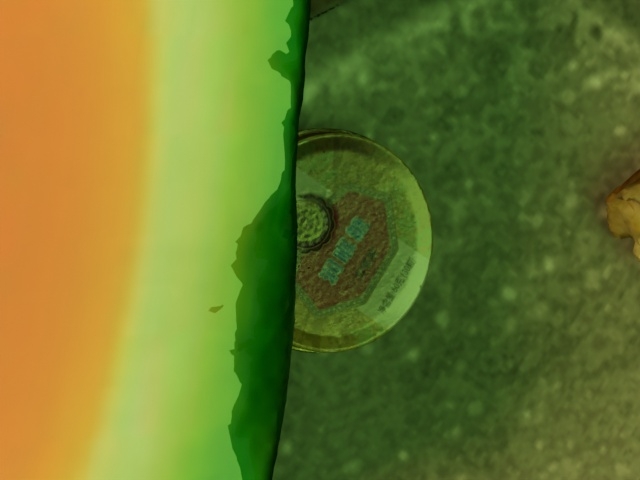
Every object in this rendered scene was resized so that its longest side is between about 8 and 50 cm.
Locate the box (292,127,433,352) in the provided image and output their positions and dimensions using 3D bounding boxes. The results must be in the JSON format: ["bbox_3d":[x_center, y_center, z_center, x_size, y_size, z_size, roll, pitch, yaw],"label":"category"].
[{"bbox_3d":[0.000,0.000,0.768,0.105,0.037,0.105,-2,95,-24],"label":"box"}]

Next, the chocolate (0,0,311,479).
[{"bbox_3d":[-0.171,-0.037,0.614,0.341,0.161,0.360,3,93,-19],"label":"chocolate"}]

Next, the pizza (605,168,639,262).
[{"bbox_3d":[0.385,0.079,0.857,0.440,0.130,0.406,-11,78,-11],"label":"pizza"}]
